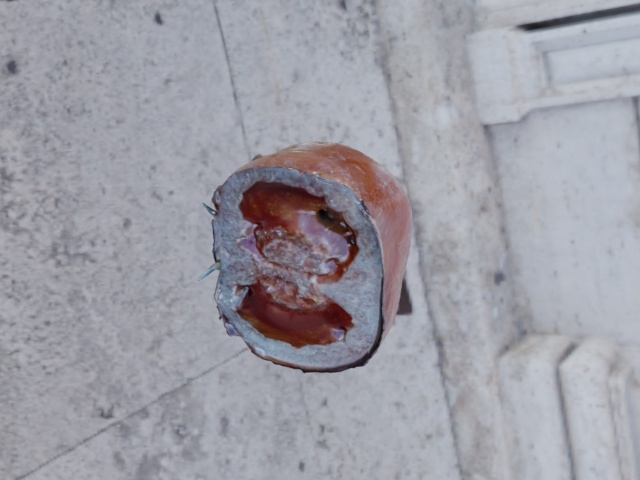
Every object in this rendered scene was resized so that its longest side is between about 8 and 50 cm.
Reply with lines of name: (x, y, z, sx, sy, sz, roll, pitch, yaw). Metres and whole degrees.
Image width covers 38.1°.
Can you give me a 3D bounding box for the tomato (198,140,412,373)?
tomato: (0.000, 0.000, 0.866, 0.155, 0.181, 0.214, -51, 154, -54)
